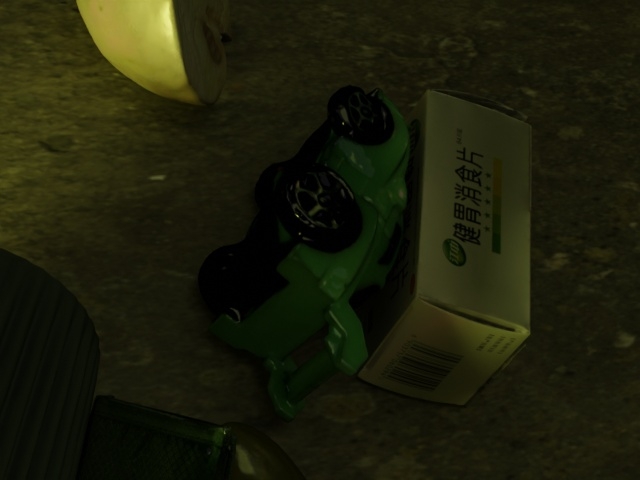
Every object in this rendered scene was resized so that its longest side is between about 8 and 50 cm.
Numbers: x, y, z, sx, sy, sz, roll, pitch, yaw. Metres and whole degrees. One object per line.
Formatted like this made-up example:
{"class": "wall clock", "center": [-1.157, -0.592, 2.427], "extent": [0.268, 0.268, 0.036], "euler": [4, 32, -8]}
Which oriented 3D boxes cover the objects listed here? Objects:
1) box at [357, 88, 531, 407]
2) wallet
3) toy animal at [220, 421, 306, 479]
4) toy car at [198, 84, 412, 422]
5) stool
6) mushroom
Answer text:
{"class": "box", "center": [0.146, 0.003, 1.821], "extent": [0.145, 0.173, 0.333], "euler": [19, 50, -15]}
{"class": "wallet", "center": [-0.163, 0.268, 1.424], "extent": [0.055, 0.160, 0.236], "euler": [19, 83, -61]}
{"class": "toy animal", "center": [-0.018, 0.330, 1.484], "extent": [0.363, 0.181, 0.180], "euler": [44, 13, 16]}
{"class": "toy car", "center": [0.000, 0.000, 1.726], "extent": [0.176, 0.213, 0.358], "euler": [38, 45, -9]}
{"class": "stool", "center": [-0.346, 0.196, 1.357], "extent": [0.297, 0.297, 0.330], "euler": [23, 44, -11]}
{"class": "mushroom", "center": [-0.205, -0.244, 1.873], "extent": [0.162, 0.173, 0.236], "euler": [-1, 3, 16]}
